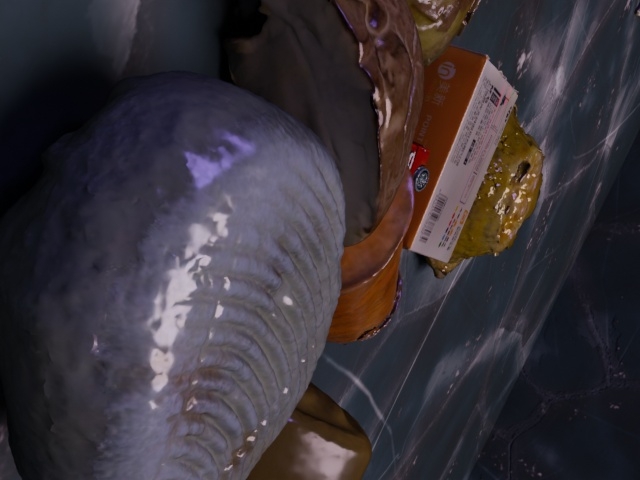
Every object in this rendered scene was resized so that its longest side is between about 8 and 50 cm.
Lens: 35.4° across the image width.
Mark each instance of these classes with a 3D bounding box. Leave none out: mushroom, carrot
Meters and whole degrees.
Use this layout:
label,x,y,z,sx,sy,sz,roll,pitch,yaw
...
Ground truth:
label,x,y,z,sx,sy,sz,roll,pitch,yaw
mushroom,0.024,-0.148,0.875,0.151,0.156,0.285,-34,114,-43
carrot,0.000,0.000,1.045,0.196,0.196,0.254,-59,167,-16

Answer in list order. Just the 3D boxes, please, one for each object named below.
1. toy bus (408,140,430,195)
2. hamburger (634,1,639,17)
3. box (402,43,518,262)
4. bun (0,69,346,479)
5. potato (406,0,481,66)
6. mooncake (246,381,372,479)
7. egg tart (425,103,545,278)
label,x,y,z,sx,sy,sz,roll,pitch,yaw
toy bus,0.058,-0.037,1.221,0.089,0.081,0.195,9,104,-57
hamburger,0.373,-0.409,1.299,0.318,0.277,0.195,-36,148,-58
box,0.164,-0.112,1.359,0.274,0.091,0.221,-67,159,1
bun,-0.120,0.048,0.753,0.354,0.194,0.354,-47,148,-43
potato,0.094,-0.302,0.955,0.176,0.141,0.298,-43,149,-51
mooncake,-0.055,0.180,0.991,0.117,0.235,0.235,-64,157,-3
egg tart,0.270,-0.074,1.598,0.315,0.120,0.315,-46,150,-37
